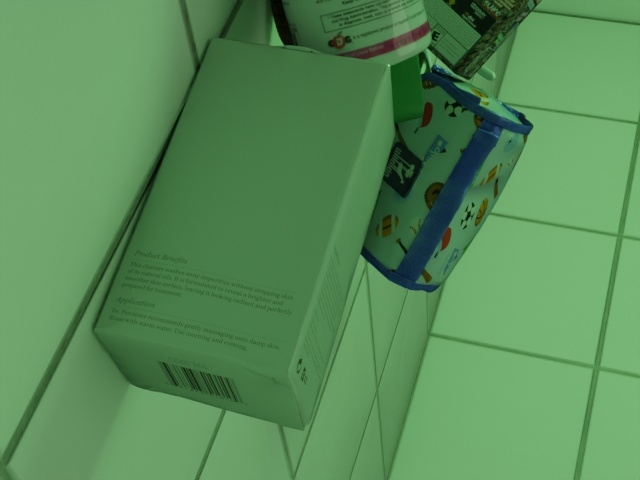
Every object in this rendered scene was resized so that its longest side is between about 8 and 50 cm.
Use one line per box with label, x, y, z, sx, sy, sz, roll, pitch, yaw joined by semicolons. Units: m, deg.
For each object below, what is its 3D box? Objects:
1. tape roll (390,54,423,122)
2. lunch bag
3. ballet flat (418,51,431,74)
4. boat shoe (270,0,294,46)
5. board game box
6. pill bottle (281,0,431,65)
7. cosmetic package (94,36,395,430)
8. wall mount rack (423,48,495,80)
tape roll;0.077;-0.323;1.600;0.321;0.077;0.321;-12;90;-89
lunch bag;0.197;-0.110;1.930;0.328;0.239;0.385;-62;-176;15
ballet flat;0.153;-0.234;2.191;0.096;0.095;0.280;-7;107;-66
boat shoe;-0.009;-0.368;1.451;0.095;0.095;0.257;-66;161;-61
board game box;0.252;-0.452;1.887;0.291;0.232;0.141;-47;173;14
pill bottle;0.019;-0.341;1.309;0.160;0.160;0.283;-53;130;-61
cosmetic package;-0.066;-0.019;1.233;0.156;0.217;0.385;77;29;-59
wall mount rack;0.249;-0.390;2.230;0.350;0.130;0.304;60;18;-69
